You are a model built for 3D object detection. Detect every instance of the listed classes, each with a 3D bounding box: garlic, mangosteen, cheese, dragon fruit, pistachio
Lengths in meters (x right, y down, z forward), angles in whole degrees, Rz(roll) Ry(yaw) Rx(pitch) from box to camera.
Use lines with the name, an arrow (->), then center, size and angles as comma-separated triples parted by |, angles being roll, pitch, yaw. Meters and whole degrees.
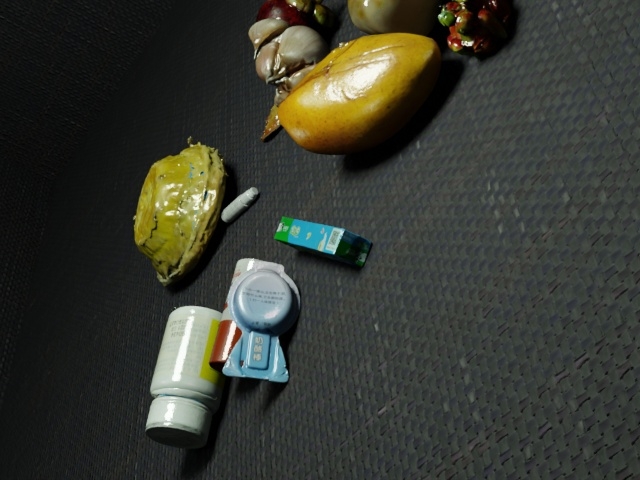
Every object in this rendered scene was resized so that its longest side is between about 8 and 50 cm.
garlic -> -0.054, -0.390, 1.987 | 0.160, 0.214, 0.191 | -18, 0, 13
mangosteen -> -0.054, -0.502, 2.144 | 0.200, 0.200, 0.200 | -43, 32, 36
cheese -> -0.107, 0.144, 1.695 | 0.052, 0.135, 0.244 | 104, 172, -57
dragon fruit -> 0.257, -0.373, 1.527 | 0.142, 0.175, 0.138 | 26, 101, 34
pistachio -> 0.151, -0.458, 1.688 | 0.166, 0.197, 0.288 | -29, 9, 38

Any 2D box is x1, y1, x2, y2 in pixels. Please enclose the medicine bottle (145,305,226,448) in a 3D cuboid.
medicine bottle -> -0.260, 0.271, 1.834 | 0.143, 0.143, 0.258 | -31, 40, 49

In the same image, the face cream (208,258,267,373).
face cream -> -0.143, 0.150, 1.782 | 0.096, 0.096, 0.214 | -22, 48, 54

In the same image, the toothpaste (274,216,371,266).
toothpaste -> 0.000, 0.000, 1.694 | 0.267, 0.065, 0.050 | 13, 81, 63

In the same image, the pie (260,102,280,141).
pie -> -0.091, -0.321, 2.202 | 0.191, 0.033, 0.088 | -63, 29, 0

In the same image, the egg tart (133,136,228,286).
egg tart -> -0.363, -0.078, 2.314 | 0.388, 0.169, 0.388 | -49, 32, 46

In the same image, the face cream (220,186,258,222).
face cream -> -0.186, -0.085, 2.154 | 0.130, 0.034, 0.034 | -38, 36, 44

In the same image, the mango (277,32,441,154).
mango -> 0.083, -0.269, 1.678 | 0.350, 0.201, 0.199 | -17, 91, 44
